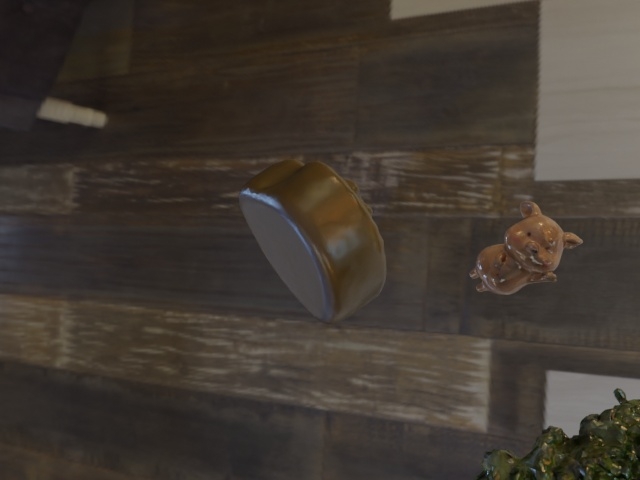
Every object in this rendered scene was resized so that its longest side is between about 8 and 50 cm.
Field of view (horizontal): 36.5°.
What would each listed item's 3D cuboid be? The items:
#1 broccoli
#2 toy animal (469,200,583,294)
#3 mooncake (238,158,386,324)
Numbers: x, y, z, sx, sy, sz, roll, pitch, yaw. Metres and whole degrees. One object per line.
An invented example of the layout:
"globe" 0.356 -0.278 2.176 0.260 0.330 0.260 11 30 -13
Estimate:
"broccoli" 0.341 0.353 1.152 0.324 0.272 0.334 -26 97 39
"toy animal" 0.260 0.018 1.273 0.150 0.083 0.089 -37 26 21
"mooncake" 0.000 0.000 1.301 0.117 0.235 0.235 -36 56 -19
